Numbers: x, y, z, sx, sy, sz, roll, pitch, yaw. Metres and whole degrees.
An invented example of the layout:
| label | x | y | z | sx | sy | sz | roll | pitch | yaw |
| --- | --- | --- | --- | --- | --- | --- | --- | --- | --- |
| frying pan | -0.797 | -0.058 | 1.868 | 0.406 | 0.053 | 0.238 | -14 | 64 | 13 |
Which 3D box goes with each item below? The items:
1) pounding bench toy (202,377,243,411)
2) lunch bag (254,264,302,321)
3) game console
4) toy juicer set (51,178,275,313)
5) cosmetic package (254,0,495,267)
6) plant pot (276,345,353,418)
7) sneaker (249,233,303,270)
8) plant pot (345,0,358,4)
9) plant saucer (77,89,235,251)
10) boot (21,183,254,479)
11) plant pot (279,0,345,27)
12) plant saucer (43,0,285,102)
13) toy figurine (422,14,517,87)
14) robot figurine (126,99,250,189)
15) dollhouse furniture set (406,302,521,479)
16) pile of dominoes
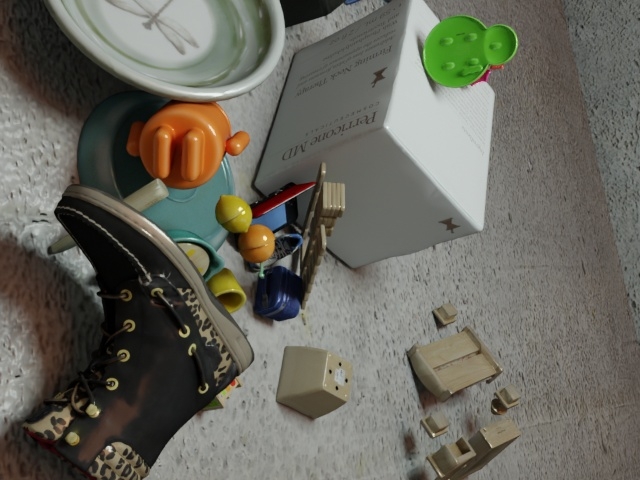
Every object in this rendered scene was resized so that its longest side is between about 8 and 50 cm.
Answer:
| label | x | y | z | sx | sy | sz | roll | pitch | yaw |
| --- | --- | --- | --- | --- | --- | --- | --- | --- | --- |
| pounding bench toy | -0.176 | 0.220 | 1.176 | 0.083 | 0.052 | 0.065 | 59 | 40 | -15 |
| lunch bag | -0.079 | 0.092 | 1.332 | 0.065 | 0.067 | 0.098 | 31 | 51 | -40 |
| game console | -0.077 | -0.042 | 1.305 | 0.144 | 0.085 | 0.124 | -31 | 136 | -29 |
| toy juicer set | -0.201 | 0.013 | 1.101 | 0.329 | 0.209 | 0.089 | 23 | 33 | -44 |
| cosmetic package | 0.127 | -0.214 | 1.492 | 0.327 | 0.329 | 0.394 | 41 | 47 | -34 |
| plant pot | -0.003 | 0.254 | 1.336 | 0.109 | 0.096 | 0.109 | 35 | 51 | -36 |
| sneaker | -0.083 | 0.014 | 1.366 | 0.135 | 0.058 | 0.052 | -33 | 101 | -50 |
| plant pot | 0.093 | -0.715 | 1.738 | 0.212 | 0.236 | 0.236 | 11 | 67 | -55 |
| plant saucer | -0.253 | -0.108 | 1.223 | 0.317 | 0.043 | 0.318 | 23 | 59 | -45 |
| boot | -0.275 | 0.143 | 0.962 | 0.284 | 0.138 | 0.377 | -53 | 129 | -27 |
| plant pot | -0.039 | -0.566 | 1.566 | 0.188 | 0.187 | 0.167 | -54 | 130 | -46 |
| plant saucer | -0.254 | -0.373 | 1.166 | 0.400 | 0.100 | 0.400 | 14 | 60 | -26 |
| toy figurine | 0.300 | -0.347 | 1.378 | 0.159 | 0.173 | 0.130 | -7 | 92 | -63 |
| robot figurine | -0.207 | -0.157 | 1.131 | 0.128 | 0.158 | 0.219 | 55 | 13 | -17 |
| dollhouse furniture set | 0.259 | 0.352 | 1.662 | 0.303 | 0.174 | 0.355 | -10 | 54 | -39 |
| pile of dominoes | 0.000 | 0.000 | 1.322 | 0.040 | 0.251 | 0.196 | 6 | 55 | -8 |
